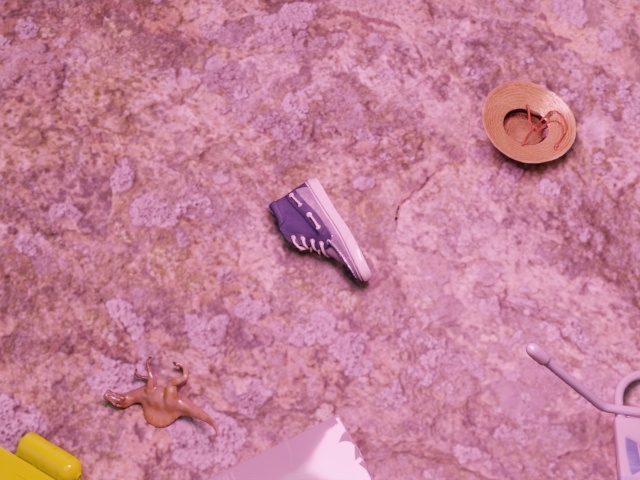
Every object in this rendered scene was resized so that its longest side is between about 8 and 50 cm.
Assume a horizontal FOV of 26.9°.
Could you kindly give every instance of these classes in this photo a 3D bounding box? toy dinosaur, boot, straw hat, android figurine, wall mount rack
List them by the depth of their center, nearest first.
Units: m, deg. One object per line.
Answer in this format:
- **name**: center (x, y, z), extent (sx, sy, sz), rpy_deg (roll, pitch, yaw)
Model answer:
- **wall mount rack**: center (0.394, 0.268, 1.664), extent (0.304, 0.130, 0.350), rpy_deg (8, 48, -3)
- **android figurine**: center (-0.415, 0.386, 1.791), extent (0.273, 0.056, 0.248), rpy_deg (28, 70, 20)
- **toy dinosaur**: center (-0.207, 0.216, 1.861), extent (0.183, 0.053, 0.092), rpy_deg (11, 81, 19)
- **boot**: center (0.000, 0.000, 1.932), extent (0.086, 0.069, 0.190), rpy_deg (-31, 57, -1)
- **straw hat**: center (0.299, -0.162, 1.975), extent (0.144, 0.061, 0.144), rpy_deg (4, 68, -10)

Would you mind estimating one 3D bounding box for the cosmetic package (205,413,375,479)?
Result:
- **cosmetic package**: center (-0.048, 0.342, 1.747), extent (0.238, 0.107, 0.127), rpy_deg (-23, 64, -8)
